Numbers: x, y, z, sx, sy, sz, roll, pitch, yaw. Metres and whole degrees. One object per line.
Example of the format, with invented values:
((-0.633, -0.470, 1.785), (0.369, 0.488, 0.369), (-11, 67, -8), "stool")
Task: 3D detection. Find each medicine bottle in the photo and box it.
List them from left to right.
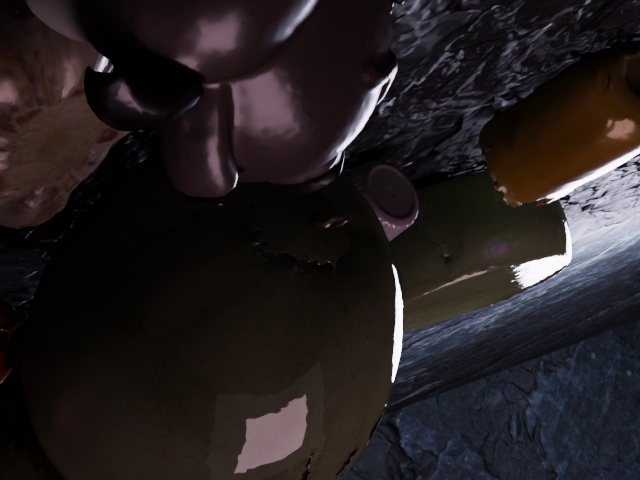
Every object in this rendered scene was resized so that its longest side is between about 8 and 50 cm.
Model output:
((0.000, 0.000, 1.387), (0.083, 0.083, 0.203), (-10, 161, -43), "medicine bottle")

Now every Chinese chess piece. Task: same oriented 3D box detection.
((0.129, 0.015, 1.587), (0.250, 0.101, 0.250), (-17, 167, -4), "Chinese chess piece")

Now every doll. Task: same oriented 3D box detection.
((-0.037, -0.108, 0.696), (0.117, 0.182, 0.257), (9, 168, 24), "doll")

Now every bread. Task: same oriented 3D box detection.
((0.233, -0.100, 1.357), (0.134, 0.085, 0.173), (-12, 164, -41), "bread")

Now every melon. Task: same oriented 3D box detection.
((-0.072, 0.069, 1.121), (0.268, 0.268, 0.330), (-11, 150, -41), "melon")

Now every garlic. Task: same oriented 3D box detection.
((-0.154, -0.081, 0.760), (0.147, 0.102, 0.159), (-35, 158, -10), "garlic")

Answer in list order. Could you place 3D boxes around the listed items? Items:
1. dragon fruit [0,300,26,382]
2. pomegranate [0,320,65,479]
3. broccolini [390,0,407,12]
((-0.284, 0.065, 1.101), (0.136, 0.133, 0.166), (-53, 171, 0), "dragon fruit")
((-0.330, 0.188, 1.310), (0.340, 0.285, 0.285), (19, 147, -24), "pomegranate")
((0.029, -0.165, 0.779), (0.091, 0.068, 0.202), (1, 162, -11), "broccolini")
